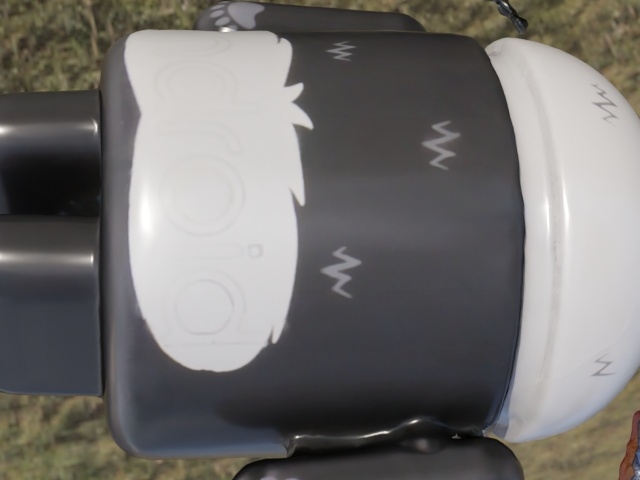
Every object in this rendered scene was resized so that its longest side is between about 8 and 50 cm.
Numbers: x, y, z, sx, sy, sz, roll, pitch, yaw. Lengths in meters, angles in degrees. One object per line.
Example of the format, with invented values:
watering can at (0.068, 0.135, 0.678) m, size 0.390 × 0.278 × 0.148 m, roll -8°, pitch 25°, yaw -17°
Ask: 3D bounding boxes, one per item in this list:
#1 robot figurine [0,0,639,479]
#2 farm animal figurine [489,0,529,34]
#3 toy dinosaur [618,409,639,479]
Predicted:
robot figurine at (0.000, 0.003, 0.538) m, size 0.278 × 0.209 × 0.173 m, roll -1°, pitch -175°, yaw -9°
farm animal figurine at (0.088, -0.321, 0.717) m, size 0.330 × 0.327 × 0.172 m, roll -46°, pitch -158°, yaw -30°
toy dinosaur at (0.240, 0.165, 0.997) m, size 0.090 × 0.047 × 0.082 m, roll -27°, pitch 115°, yaw 7°
